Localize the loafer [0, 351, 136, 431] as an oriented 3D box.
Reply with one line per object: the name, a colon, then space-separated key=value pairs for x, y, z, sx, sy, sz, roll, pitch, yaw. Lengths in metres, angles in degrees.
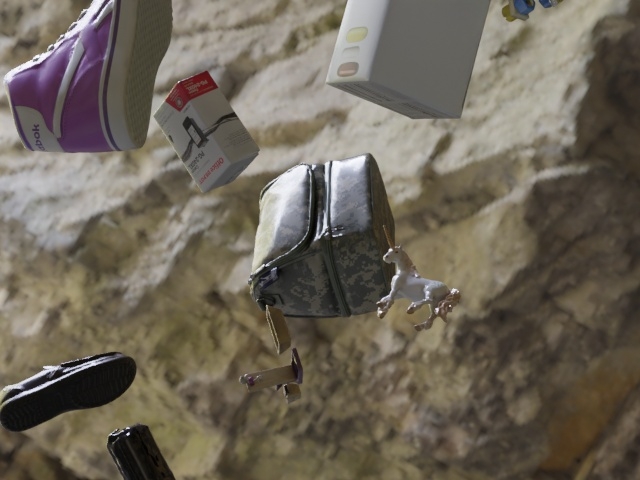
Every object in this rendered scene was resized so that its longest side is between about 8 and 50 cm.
loafer: x=-0.383 y=0.210 z=1.767 sx=0.220 sy=0.080 sz=0.078 roll=-16 pitch=38 yaw=-28

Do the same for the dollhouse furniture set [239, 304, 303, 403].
dollhouse furniture set: x=-0.079 y=0.157 z=1.588 sx=0.091 sy=0.081 sz=0.114 roll=94 pitch=-20 yaw=-56

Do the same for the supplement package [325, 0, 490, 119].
supplement package: x=0.157 y=-0.364 z=2.034 sx=0.204 sy=0.262 sz=0.145 roll=17 pitch=-5 yaw=-31

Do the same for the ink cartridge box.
ink cartridge box: x=-0.174 y=-0.162 z=1.793 sx=0.150 sy=0.063 sz=0.109 roll=57 pitch=-38 yaw=6

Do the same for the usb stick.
usb stick: x=-0.180 y=0.352 z=1.449 sx=0.278 sy=0.045 sz=0.077 roll=62 pitch=17 yaw=4

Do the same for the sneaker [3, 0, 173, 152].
sneaker: x=-0.252 y=-0.207 z=1.252 sx=0.161 sy=0.282 sz=0.102 roll=-5 pitch=-42 yaw=14

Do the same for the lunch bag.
lunch bag: x=0.000 y=0.000 z=2.222 sx=0.256 sy=0.305 sz=0.213 roll=-11 pitch=-50 yaw=11

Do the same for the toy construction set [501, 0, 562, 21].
toy construction set: x=0.345 y=-0.544 z=1.993 sx=0.215 sy=0.328 sz=0.151 roll=-24 pitch=11 yaw=-41

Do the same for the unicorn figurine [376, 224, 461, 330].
unicorn figurine: x=0.127 y=0.067 z=1.678 sx=0.162 sy=0.111 sz=0.060 roll=28 pitch=-35 yaw=21
